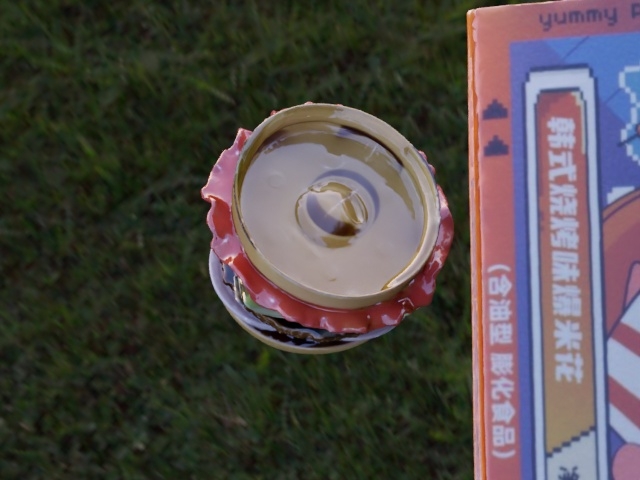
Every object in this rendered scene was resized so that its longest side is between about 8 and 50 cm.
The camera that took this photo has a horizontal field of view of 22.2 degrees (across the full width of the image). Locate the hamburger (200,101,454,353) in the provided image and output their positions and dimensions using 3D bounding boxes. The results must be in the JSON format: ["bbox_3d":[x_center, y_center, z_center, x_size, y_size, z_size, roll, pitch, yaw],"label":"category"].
[{"bbox_3d":[0.001,0.003,1.107,0.175,0.137,0.175,4,61,-8],"label":"hamburger"}]

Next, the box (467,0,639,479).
[{"bbox_3d":[0.244,0.064,0.824,0.318,0.257,0.349,-1,83,10],"label":"box"}]
